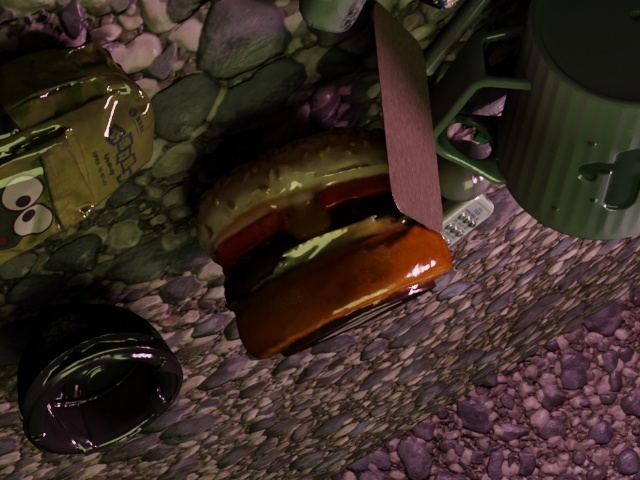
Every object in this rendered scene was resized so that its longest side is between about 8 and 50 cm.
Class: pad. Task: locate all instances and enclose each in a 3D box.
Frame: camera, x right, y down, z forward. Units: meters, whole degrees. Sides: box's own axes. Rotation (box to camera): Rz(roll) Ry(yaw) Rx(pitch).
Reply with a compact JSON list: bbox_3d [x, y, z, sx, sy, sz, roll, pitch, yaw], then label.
[{"bbox_3d":[0.110,-0.149,1.173,0.002,0.266,0.176,-11,165,25],"label":"pad"}]

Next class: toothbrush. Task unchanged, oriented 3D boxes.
[{"bbox_3d":[0.234,-0.340,1.214,0.025,0.030,0.342,2,141,-45],"label":"toothbrush"}]

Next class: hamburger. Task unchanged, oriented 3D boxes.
[{"bbox_3d":[0.000,0.000,1.278,0.329,0.250,0.330,-24,173,-3],"label":"hamburger"}]

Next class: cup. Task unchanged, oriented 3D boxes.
[{"bbox_3d":[0.370,-0.184,1.316,0.400,0.310,0.392,-29,157,-3],"label":"cup"}]

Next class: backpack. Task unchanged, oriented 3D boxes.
[{"bbox_3d":[-0.289,-0.092,0.934,0.253,0.140,0.207,-31,156,-18],"label":"backpack"}]

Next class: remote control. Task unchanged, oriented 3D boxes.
[{"bbox_3d":[0.165,0.013,1.748,0.335,0.066,0.128,-38,157,13],"label":"remote control"}]

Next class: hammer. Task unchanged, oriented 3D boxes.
[{"bbox_3d":[0.066,-0.300,1.060,0.193,0.069,0.116,-23,155,-38],"label":"hammer"}]

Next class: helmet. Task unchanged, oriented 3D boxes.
[{"bbox_3d":[-0.333,0.179,1.353,0.230,0.160,0.279,-29,143,-9],"label":"helmet"}]

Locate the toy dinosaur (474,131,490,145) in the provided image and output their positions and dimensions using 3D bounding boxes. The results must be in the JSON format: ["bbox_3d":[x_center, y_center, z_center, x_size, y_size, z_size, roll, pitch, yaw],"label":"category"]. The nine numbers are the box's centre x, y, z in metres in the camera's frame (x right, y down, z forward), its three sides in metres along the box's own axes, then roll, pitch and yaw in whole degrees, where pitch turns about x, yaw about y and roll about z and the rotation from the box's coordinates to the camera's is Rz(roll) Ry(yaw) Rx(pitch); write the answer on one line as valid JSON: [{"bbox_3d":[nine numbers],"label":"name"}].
[{"bbox_3d":[0.281,-0.179,1.581,0.060,0.029,0.119,-28,159,35],"label":"toy dinosaur"}]

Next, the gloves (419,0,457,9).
[{"bbox_3d":[0.203,-0.368,0.962,0.312,0.135,0.210,-38,112,1],"label":"gloves"}]

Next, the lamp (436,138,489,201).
[{"bbox_3d":[0.228,-0.114,1.540,0.105,0.105,0.105,-26,155,-13],"label":"lamp"}]
